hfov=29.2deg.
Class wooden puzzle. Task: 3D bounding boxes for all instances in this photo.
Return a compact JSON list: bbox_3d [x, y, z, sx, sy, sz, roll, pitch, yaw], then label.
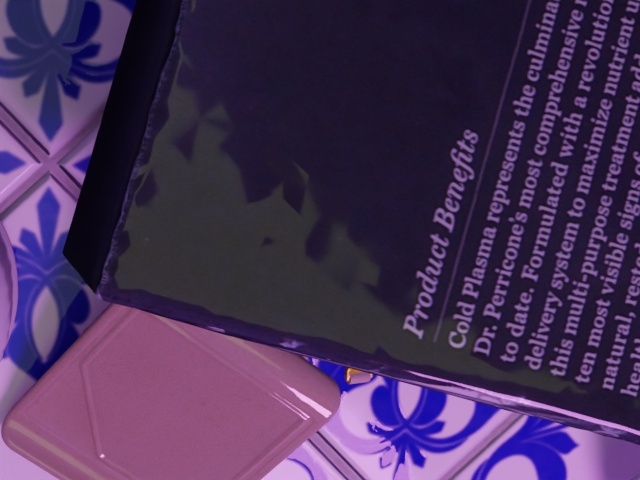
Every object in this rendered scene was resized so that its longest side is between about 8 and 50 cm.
[{"bbox_3d":[-0.136,0.152,1.114,0.221,0.044,0.239,37,112,-19],"label":"wooden puzzle"}]

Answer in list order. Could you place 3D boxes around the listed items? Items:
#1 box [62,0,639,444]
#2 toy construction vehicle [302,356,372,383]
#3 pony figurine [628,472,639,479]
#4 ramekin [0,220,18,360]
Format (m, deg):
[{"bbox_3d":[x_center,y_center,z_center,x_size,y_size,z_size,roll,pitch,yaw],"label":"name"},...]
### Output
[{"bbox_3d":[0.097,-0.052,0.837,0.471,0.480,0.298,18,87,-13],"label":"box"},{"bbox_3d":[0.015,0.089,1.167,0.085,0.035,0.098,-8,108,-23],"label":"toy construction vehicle"},{"bbox_3d":[0.418,0.187,1.154,0.302,0.363,0.351,-39,125,-9],"label":"pony figurine"},{"bbox_3d":[-0.374,0.052,0.992,0.272,0.127,0.273,-5,102,-22],"label":"ramekin"}]
